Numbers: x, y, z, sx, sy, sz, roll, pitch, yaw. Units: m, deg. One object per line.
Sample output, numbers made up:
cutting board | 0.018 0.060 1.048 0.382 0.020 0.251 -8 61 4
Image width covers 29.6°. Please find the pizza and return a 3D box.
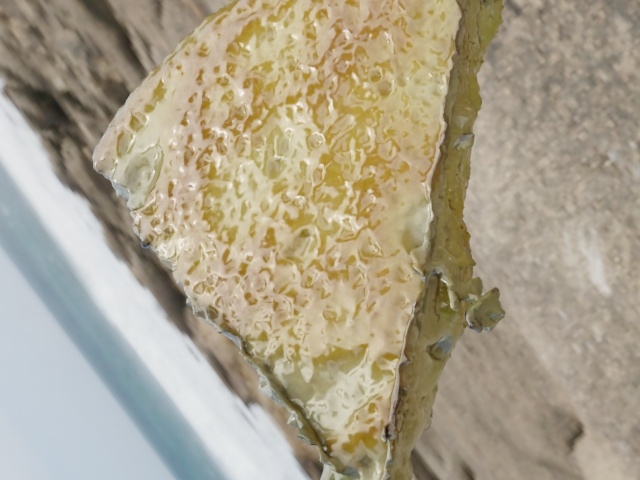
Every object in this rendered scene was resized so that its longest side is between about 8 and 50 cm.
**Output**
pizza | 0.000 0.000 0.564 0.075 0.280 0.288 19 -125 -49
